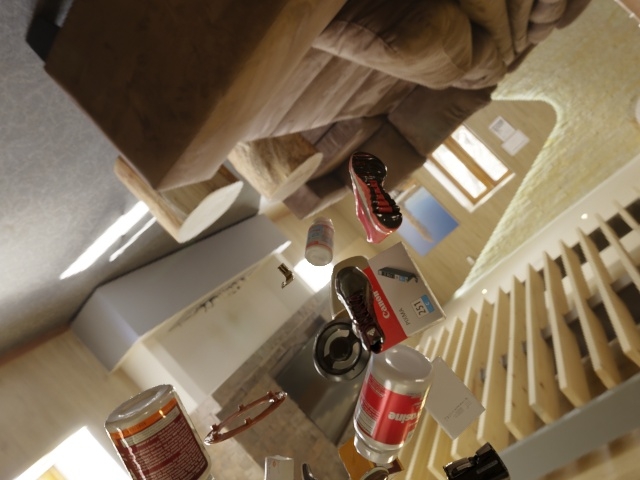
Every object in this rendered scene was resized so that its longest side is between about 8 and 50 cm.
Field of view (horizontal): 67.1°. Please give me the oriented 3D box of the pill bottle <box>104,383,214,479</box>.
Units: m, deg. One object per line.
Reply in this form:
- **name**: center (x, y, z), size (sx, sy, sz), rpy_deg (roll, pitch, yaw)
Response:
- **pill bottle**: center (-0.480, 0.672, 1.499), size (0.224, 0.391, 0.224), rpy_deg (-23, -174, 3)

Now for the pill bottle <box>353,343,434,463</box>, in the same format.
- **pill bottle**: center (0.252, 0.600, 1.758), size (0.229, 0.229, 0.407), rpy_deg (-37, 144, -60)

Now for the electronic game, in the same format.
- **electronic game**: center (0.074, 0.388, 1.717), size (0.229, 0.229, 0.048), rpy_deg (-45, 143, 6)

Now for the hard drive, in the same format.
- **hard drive**: center (0.580, 0.727, 2.237), size (0.210, 0.318, 0.040), rpy_deg (-40, 176, -9)

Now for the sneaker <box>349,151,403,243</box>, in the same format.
- **sneaker**: center (0.136, -0.129, 1.442), size (0.116, 0.313, 0.136), rpy_deg (2, 146, -23)

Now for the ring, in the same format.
- **ring**: center (-0.280, 0.647, 1.795), size (0.337, 0.032, 0.336), rpy_deg (-28, 178, -1)

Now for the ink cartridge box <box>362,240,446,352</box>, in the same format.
- **ink cartridge box**: center (0.237, 0.194, 1.634), size (0.261, 0.296, 0.066), rpy_deg (-32, 156, 12)

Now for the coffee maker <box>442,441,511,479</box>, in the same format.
- **coffee maker**: center (0.506, 0.757, 1.526), size (0.178, 0.171, 0.120), rpy_deg (-29, 162, 4)

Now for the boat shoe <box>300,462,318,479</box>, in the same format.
- **boat shoe**: center (-0.017, 0.909, 1.766), size (0.065, 0.206, 0.075), rpy_deg (-27, 134, 1)

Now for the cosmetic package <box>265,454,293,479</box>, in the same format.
- **cosmetic package**: center (-0.144, 0.865, 1.635), size (0.061, 0.238, 0.099), rpy_deg (14, 159, -38)

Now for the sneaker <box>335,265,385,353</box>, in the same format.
- **sneaker**: center (0.135, 0.217, 1.414), size (0.107, 0.281, 0.162), rpy_deg (-24, -152, -2)

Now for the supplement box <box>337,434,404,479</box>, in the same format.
- **supplement box**: center (0.216, 0.938, 2.062), size (0.194, 0.191, 0.129), rpy_deg (13, 124, -43)

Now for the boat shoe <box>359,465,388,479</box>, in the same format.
- **boat shoe**: center (0.174, 0.964, 1.807), size (0.257, 0.095, 0.095), rpy_deg (-54, -156, 14)

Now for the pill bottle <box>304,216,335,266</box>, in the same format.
- **pill bottle**: center (0.000, 0.000, 1.494), size (0.087, 0.087, 0.160), rpy_deg (-47, -157, 35)

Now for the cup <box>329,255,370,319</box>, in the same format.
- **cup**: center (0.175, 0.212, 2.305), size (0.331, 0.236, 0.331), rpy_deg (-18, 159, -7)

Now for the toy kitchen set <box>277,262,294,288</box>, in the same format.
- **toy kitchen set**: center (-0.158, 0.150, 2.014), size (0.068, 0.075, 0.083), rpy_deg (-42, -171, 6)
